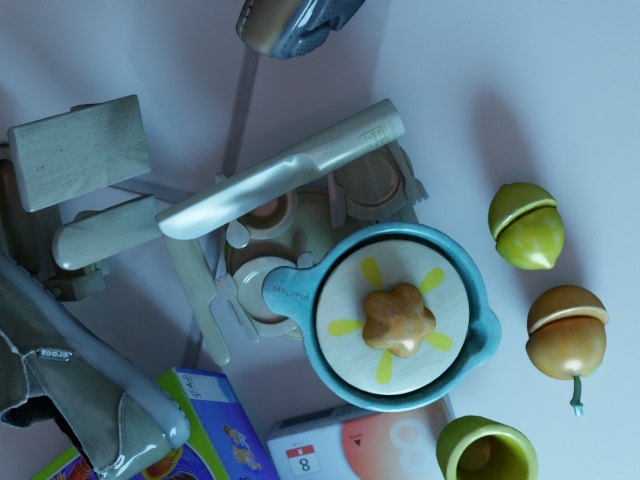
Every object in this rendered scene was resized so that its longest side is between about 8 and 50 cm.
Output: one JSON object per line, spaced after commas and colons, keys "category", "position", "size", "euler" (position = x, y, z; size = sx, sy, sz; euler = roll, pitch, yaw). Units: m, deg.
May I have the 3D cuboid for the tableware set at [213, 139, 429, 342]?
{"category": "tableware set", "position": [0.000, 0.000, 0.984], "size": [0.169, 0.020, 0.141], "euler": [-11, 106, 1]}

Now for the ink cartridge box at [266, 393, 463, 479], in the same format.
{"category": "ink cartridge box", "position": [0.052, 0.213, 1.050], "size": [0.145, 0.045, 0.179], "euler": [-16, 98, 15]}

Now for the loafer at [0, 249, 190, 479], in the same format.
{"category": "loafer", "position": [-0.212, 0.086, 0.965], "size": [0.251, 0.094, 0.087], "euler": [36, 70, 13]}

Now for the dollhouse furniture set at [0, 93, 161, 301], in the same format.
{"category": "dollhouse furniture set", "position": [-0.216, -0.020, 0.976], "size": [0.151, 0.123, 0.144], "euler": [-1, 105, 34]}

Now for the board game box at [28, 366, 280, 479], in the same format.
{"category": "board game box", "position": [-0.100, 0.304, 1.002], "size": [0.233, 0.078, 0.347], "euler": [-39, 65, 17]}

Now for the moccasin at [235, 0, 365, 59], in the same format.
{"category": "moccasin", "position": [0.010, -0.307, 0.879], "size": [0.147, 0.139, 0.380], "euler": [20, 109, 12]}

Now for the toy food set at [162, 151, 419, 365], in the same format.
{"category": "toy food set", "position": [-0.011, 0.012, 1.019], "size": [0.192, 0.038, 0.132], "euler": [-17, 106, 4]}

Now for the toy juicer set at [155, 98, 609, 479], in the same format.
{"category": "toy juicer set", "position": [0.074, 0.024, 0.937], "size": [0.329, 0.089, 0.209], "euler": [43, 88, -13]}
